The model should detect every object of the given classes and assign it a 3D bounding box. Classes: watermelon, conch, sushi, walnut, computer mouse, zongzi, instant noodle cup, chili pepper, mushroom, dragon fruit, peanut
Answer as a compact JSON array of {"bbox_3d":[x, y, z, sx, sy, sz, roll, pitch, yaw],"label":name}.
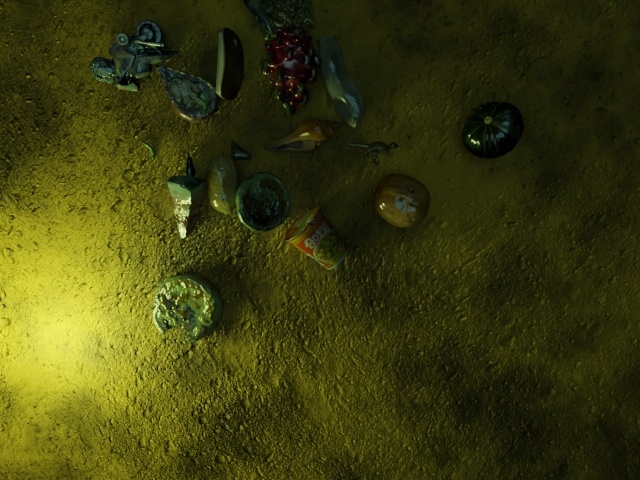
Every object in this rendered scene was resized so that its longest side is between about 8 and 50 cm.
[{"bbox_3d":[-0.534,-0.127,1.582,0.154,0.094,0.241,14,118,15],"label":"watermelon"},{"bbox_3d":[-0.068,-0.404,1.557,0.330,0.109,0.093,-8,62,20],"label":"conch"},{"bbox_3d":[-0.501,-0.530,1.499,0.241,0.107,0.161,16,98,-21],"label":"sushi"},{"bbox_3d":[0.309,-0.152,1.561,0.221,0.195,0.195,29,99,-5],"label":"walnut"},{"bbox_3d":[-0.331,-0.642,1.488,0.056,0.126,0.245,9,100,19],"label":"computer mouse"},{"bbox_3d":[-0.310,-0.355,1.587,0.076,0.040,0.083,-1,83,-8],"label":"zongzi"},{"bbox_3d":[0.000,0.000,1.593,0.193,0.193,0.212,-44,106,7],"label":"instant noodle cup"},{"bbox_3d":[-0.668,-0.354,1.583,0.030,0.017,0.083,-27,101,5],"label":"chili pepper"},{"bbox_3d":[0.074,-0.594,1.518,0.109,0.097,0.351,-25,98,3],"label":"mushroom"},{"bbox_3d":[-0.101,-0.616,1.458,0.218,0.198,0.273,-18,86,-19],"label":"dragon fruit"},{"bbox_3d":[-0.377,-0.212,1.564,0.129,0.129,0.224,0,102,-1],"label":"peanut"}]

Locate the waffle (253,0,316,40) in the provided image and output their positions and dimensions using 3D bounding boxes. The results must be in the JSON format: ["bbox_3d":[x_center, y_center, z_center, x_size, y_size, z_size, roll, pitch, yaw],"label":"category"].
[{"bbox_3d":[-0.136,-0.840,1.485,0.223,0.054,0.204,-14,101,2],"label":"waffle"}]

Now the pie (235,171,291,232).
[{"bbox_3d":[-0.221,-0.147,1.588,0.240,0.054,0.241,-2,94,-30],"label":"pie"}]

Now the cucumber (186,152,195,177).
[{"bbox_3d":[-0.510,-0.262,1.596,0.039,0.043,0.163,-6,106,-39],"label":"cucumber"}]

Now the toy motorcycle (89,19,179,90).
[{"bbox_3d":[-0.680,-0.656,1.487,0.307,0.108,0.173,-34,108,4],"label":"toy motorcycle"}]

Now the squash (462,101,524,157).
[{"bbox_3d":[0.642,-0.411,1.518,0.172,0.218,0.218,29,101,-42],"label":"squash"}]

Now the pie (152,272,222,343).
[{"bbox_3d":[-0.549,0.277,1.681,0.302,0.067,0.303,0,101,0],"label":"pie"}]

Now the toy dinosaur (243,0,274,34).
[{"bbox_3d":[-0.263,-0.843,1.457,0.188,0.075,0.248,-11,100,26],"label":"toy dinosaur"}]

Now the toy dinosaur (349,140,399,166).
[{"bbox_3d":[0.213,-0.373,1.595,0.162,0.039,0.126,40,87,-3],"label":"toy dinosaur"}]
